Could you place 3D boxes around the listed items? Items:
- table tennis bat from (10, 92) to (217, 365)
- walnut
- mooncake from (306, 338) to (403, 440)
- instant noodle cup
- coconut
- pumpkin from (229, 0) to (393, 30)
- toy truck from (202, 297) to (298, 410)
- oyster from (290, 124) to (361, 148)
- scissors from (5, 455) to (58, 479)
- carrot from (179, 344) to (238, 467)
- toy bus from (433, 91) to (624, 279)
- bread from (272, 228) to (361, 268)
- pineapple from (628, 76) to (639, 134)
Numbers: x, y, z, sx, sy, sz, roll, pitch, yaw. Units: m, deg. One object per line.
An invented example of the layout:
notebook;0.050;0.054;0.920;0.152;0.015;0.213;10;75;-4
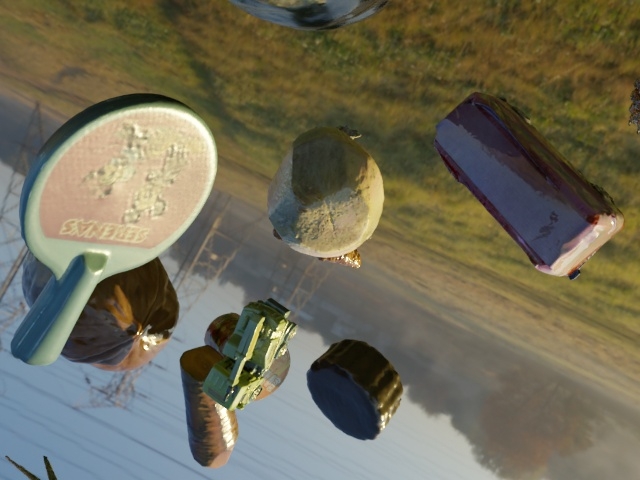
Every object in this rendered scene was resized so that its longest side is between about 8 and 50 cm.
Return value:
table tennis bat;-0.169;-0.003;0.538;0.040;0.244;0.153;44;-162;32
walnut;-0.507;0.128;1.628;0.354;0.307;0.398;40;174;-40
mooncake;0.080;0.338;1.620;0.228;0.124;0.228;27;136;29
instant noodle cup;-0.186;0.258;1.650;0.168;0.168;0.185;31;-179;-38
coconut;0.011;-0.089;1.302;0.198;0.236;0.237;16;180;-14
pumpkin;-0.021;-0.478;0.844;0.344;0.454;0.454;12;170;25
toy truck;-0.108;0.166;1.019;0.077;0.168;0.100;34;-166;14
oyster;0.012;-0.240;1.647;0.166;0.053;0.108;-2;-149;2
scissors;-0.436;0.429;1.176;0.248;0.017;0.144;28;-179;37
carrot;-0.234;0.360;1.499;0.114;0.114;0.301;26;132;32
toy bus;0.289;-0.090;1.019;0.147;0.127;0.302;2;-135;-53
bread;0.000;0.000;1.718;0.233;0.075;0.105;20;-162;-8
pineapple;0.632;-0.258;1.322;0.162;0.175;0.137;19;169;-21
